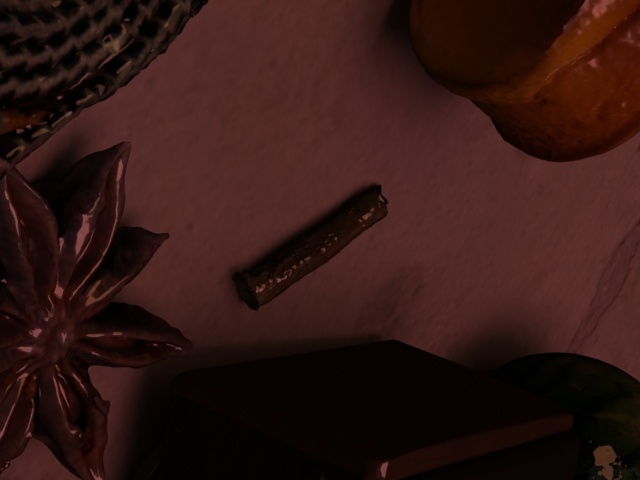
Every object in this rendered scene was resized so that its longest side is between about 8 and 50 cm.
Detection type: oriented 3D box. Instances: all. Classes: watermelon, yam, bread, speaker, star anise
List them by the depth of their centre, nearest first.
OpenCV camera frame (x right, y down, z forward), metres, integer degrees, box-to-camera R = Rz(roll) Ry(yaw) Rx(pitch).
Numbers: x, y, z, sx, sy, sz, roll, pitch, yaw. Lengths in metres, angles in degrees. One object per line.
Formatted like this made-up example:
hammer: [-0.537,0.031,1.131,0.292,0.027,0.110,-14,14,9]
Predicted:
star anise: [-0.168,0.044,0.741,0.262,0.081,0.230,21,98,-58]
bread: [0.172,-0.184,0.855,0.143,0.195,0.269,20,102,-40]
speaker: [0.030,0.166,0.892,0.231,0.193,0.153,-3,107,-51]
yam: [0.000,0.000,0.915,0.129,0.027,0.033,-37,134,-24]
watermelon: [0.181,0.182,1.065,0.215,0.188,0.188,-10,119,-49]

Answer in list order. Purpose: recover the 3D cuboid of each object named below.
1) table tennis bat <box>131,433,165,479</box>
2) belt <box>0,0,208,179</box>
table tennis bat: [-0.102,0.204,0.929,0.237,0.038,0.149,-42,135,-22]
belt: [-0.136,-0.161,0.551,0.295,0.161,0.206,-51,128,-32]
